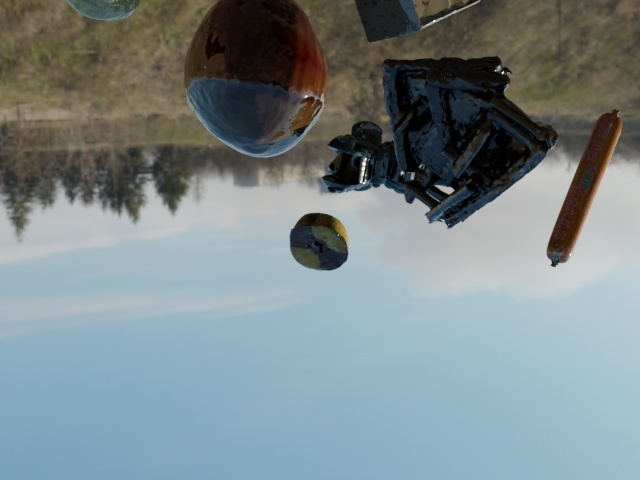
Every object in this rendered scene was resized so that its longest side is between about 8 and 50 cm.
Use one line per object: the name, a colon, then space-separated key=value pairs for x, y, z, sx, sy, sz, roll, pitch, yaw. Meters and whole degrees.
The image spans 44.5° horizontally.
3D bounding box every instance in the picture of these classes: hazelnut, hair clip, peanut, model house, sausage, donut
hazelnut: x=-0.152 y=-0.416 z=1.922 sx=0.352 sy=0.421 sz=0.421 roll=-7 pitch=-174 yaw=20
hair clip: x=0.145 y=-0.204 z=2.045 sx=0.310 sy=0.194 sz=0.206 roll=4 pitch=-166 yaw=-23
peanut: x=-0.506 y=-0.556 z=1.616 sx=0.147 sy=0.147 sz=0.305 roll=4 pitch=163 yaw=38
model house: x=0.197 y=-0.187 z=1.302 sx=0.297 sy=0.282 sz=0.317 roll=-44 pitch=180 yaw=21
sausage: x=0.514 y=-0.106 z=1.522 sx=0.053 sy=0.348 sz=0.053 roll=24 pitch=169 yaw=5
donut: x=0.000 y=0.000 z=2.061 sx=0.166 sy=0.184 sz=0.073 roll=2 pitch=-130 yaw=19

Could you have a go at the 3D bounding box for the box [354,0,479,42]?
box: x=0.185 y=-0.623 z=1.718 sx=0.225 sy=0.297 sz=0.190 roll=-33 pitch=-159 yaw=-32
